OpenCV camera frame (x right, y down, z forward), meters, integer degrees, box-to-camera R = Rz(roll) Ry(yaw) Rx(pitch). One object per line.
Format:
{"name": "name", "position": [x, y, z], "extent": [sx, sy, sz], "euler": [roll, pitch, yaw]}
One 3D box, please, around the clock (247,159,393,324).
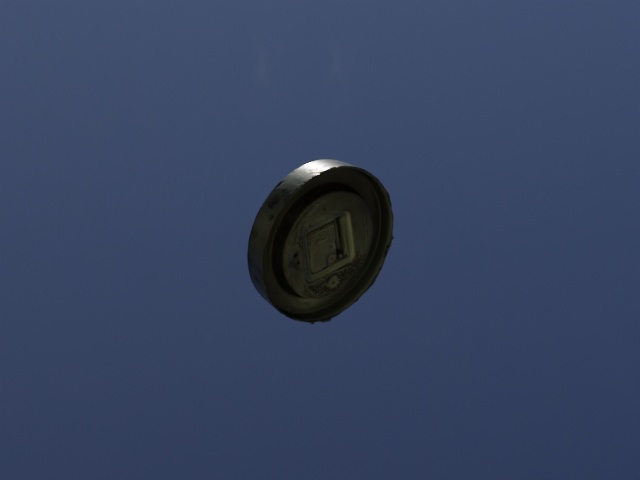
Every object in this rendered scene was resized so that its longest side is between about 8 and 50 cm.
{"name": "clock", "position": [0.000, 0.000, 0.890], "extent": [0.085, 0.085, 0.017], "euler": [-42, -138, -18]}
